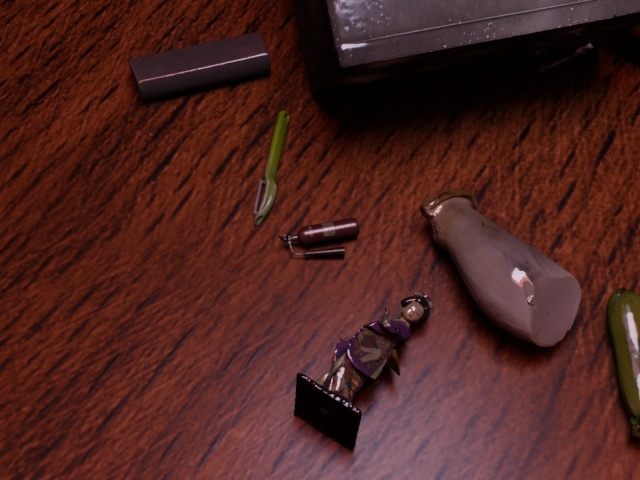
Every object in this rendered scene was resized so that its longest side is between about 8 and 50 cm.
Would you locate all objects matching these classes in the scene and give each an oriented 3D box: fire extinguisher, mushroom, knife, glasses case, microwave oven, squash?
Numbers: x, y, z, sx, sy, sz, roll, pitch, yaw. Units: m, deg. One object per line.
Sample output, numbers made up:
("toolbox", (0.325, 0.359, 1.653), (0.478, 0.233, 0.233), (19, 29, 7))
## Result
("fire extinguisher", (0.000, 0.002, 1.110), (0.100, 0.032, 0.046), (-11, 91, -8))
("mushroom", (0.199, 0.028, 1.060), (0.116, 0.093, 0.225), (-20, 47, -39))
("knife", (-0.061, -0.098, 1.175), (0.026, 0.022, 0.184), (-8, 54, 25))
("glasses case", (-0.165, -0.243, 1.258), (0.190, 0.042, 0.072), (-15, 51, -10))
("microwave oven", (0.180, -0.394, 1.163), (0.431, 0.236, 0.375), (-11, 93, -9))
("squash", (0.352, 0.135, 1.006), (0.052, 0.052, 0.183), (0, 56, -1))

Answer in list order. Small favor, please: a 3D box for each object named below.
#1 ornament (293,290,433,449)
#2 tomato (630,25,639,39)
("ornament", (0.058, 0.118, 0.996), (0.088, 0.081, 0.203), (32, 62, 19))
("tomato", (0.519, -0.361, 1.272), (0.236, 0.095, 0.237), (10, 65, -23))
